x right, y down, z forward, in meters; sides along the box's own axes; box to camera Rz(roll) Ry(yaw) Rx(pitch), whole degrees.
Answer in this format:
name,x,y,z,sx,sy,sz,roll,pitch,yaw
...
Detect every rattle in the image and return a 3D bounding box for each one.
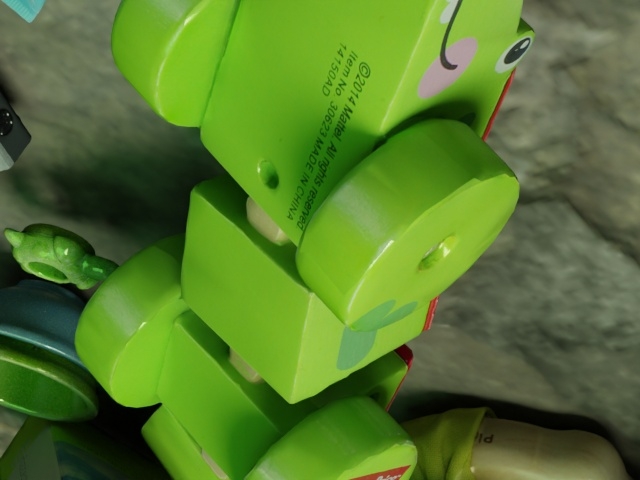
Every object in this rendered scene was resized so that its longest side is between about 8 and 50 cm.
name,x,y,z,sx,sy,sz,roll,pitch,yaw
rattle,0.075,0.174,0.660,0.130,0.142,0.199,-4,131,3

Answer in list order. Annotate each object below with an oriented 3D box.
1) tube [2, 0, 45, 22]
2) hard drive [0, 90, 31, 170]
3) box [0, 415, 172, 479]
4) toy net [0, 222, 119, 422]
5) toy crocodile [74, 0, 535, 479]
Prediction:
name,x,y,z,sx,sy,sz,roll,pitch,yaw
tube,-0.075,-0.135,0.451,0.080,0.052,0.207,45,144,-6
hard drive,-0.170,-0.079,0.566,0.094,0.022,0.135,1,136,34
box,-0.073,0.122,0.664,0.109,0.042,0.178,34,179,-14
toy net,-0.191,0.006,0.641,0.232,0.045,0.122,17,158,3
toy crocodile,0.000,0.000,0.524,0.115,0.105,0.340,44,142,25
